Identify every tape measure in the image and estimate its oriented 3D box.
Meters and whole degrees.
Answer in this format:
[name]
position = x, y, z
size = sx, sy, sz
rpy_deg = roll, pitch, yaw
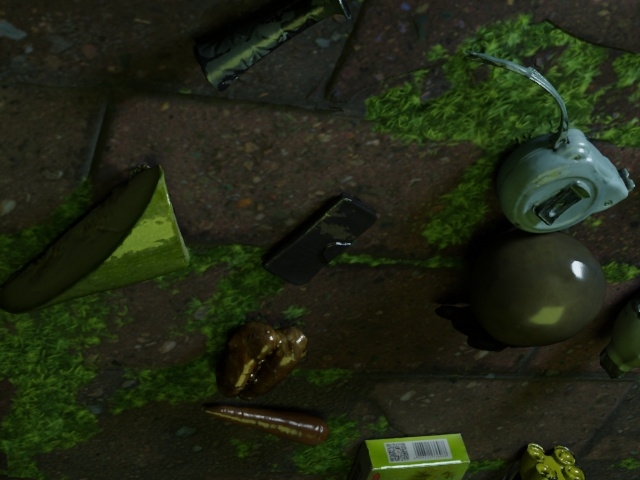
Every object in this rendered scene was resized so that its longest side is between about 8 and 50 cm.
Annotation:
[tape measure]
position = 0.255, -0.107, 1.535
size = 0.164, 0.084, 0.330
rpy_deg = -41, 136, 19

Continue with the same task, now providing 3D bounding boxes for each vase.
[vase]
position = -0.050, -0.223, 1.319
size = 0.167, 0.059, 0.059
rpy_deg = -28, 138, 12

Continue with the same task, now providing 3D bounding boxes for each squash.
[squash]
position = -0.289, 0.017, 1.473
size = 0.252, 0.093, 0.169
rpy_deg = -15, 141, -4

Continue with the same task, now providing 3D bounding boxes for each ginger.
[ginger]
position = -0.094, 0.176, 1.733
size = 0.103, 0.073, 0.162
rpy_deg = 14, 131, -30

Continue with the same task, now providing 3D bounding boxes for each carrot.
[carrot]
position = -0.080, 0.274, 1.874
size = 0.216, 0.048, 0.048
rpy_deg = 16, 129, -27

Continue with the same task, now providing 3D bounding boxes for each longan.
[longan]
position = 0.294, 0.063, 1.678
size = 0.189, 0.189, 0.189
rpy_deg = -10, 139, -9

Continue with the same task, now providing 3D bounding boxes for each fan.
[fan]
position = 0.285, 0.119, 1.762
size = 0.226, 0.152, 0.008
rpy_deg = -2, 112, -24

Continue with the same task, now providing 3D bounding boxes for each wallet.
[wallet]
position = 0.000, 0.000, 1.614
size = 0.156, 0.018, 0.082
rpy_deg = -39, 135, 22

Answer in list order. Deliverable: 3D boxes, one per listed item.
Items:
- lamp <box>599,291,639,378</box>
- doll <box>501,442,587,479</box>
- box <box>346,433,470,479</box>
[lamp]
position = 0.510, 0.115, 1.860
size = 0.101, 0.101, 0.250
rpy_deg = 19, 124, -35
[doll]
position = 0.377, 0.465, 2.177
size = 0.135, 0.143, 0.221
rpy_deg = 5, 127, -26
[box]
position = 0.131, 0.430, 2.102
size = 0.175, 0.062, 0.260
rpy_deg = -1, 138, -18
